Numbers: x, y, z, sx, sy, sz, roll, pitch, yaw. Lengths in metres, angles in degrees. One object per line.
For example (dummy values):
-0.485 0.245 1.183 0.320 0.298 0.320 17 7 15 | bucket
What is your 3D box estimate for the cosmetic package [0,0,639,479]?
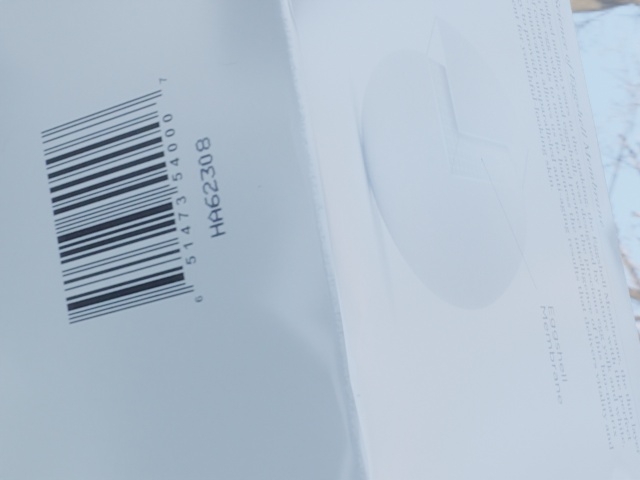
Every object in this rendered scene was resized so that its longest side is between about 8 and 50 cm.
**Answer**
0.000 0.000 0.502 0.138 0.225 0.224 -15 -101 31 | cosmetic package
